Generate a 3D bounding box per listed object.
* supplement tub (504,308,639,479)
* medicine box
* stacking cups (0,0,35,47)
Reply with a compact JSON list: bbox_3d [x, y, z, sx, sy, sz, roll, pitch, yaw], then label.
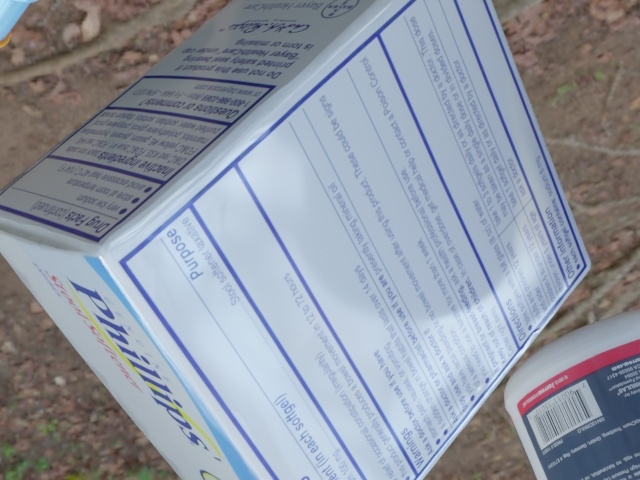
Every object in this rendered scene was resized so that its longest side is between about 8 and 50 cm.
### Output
[{"bbox_3d":[0.289,0.211,0.830,0.191,0.272,0.191,-15,153,-8],"label":"supplement tub"},{"bbox_3d":[0.000,0.000,0.599,0.289,0.149,0.263,-45,125,-24],"label":"medicine box"},{"bbox_3d":[-0.292,-0.224,0.865,0.096,0.096,0.316,10,139,-43],"label":"stacking cups"}]
